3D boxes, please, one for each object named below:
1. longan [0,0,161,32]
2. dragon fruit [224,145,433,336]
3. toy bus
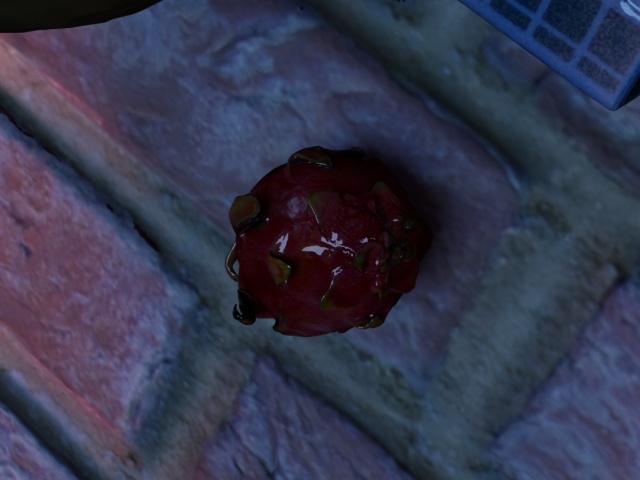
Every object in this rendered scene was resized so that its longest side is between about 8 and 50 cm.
[{"bbox_3d":[-0.166,-0.313,0.752,0.391,0.391,0.391,14,115,32],"label":"longan"},{"bbox_3d":[0.000,0.000,0.923,0.166,0.136,0.133,136,135,-64],"label":"dragon fruit"},{"bbox_3d":[0.116,-0.189,0.767,0.234,0.116,0.134,39,129,16],"label":"toy bus"}]
